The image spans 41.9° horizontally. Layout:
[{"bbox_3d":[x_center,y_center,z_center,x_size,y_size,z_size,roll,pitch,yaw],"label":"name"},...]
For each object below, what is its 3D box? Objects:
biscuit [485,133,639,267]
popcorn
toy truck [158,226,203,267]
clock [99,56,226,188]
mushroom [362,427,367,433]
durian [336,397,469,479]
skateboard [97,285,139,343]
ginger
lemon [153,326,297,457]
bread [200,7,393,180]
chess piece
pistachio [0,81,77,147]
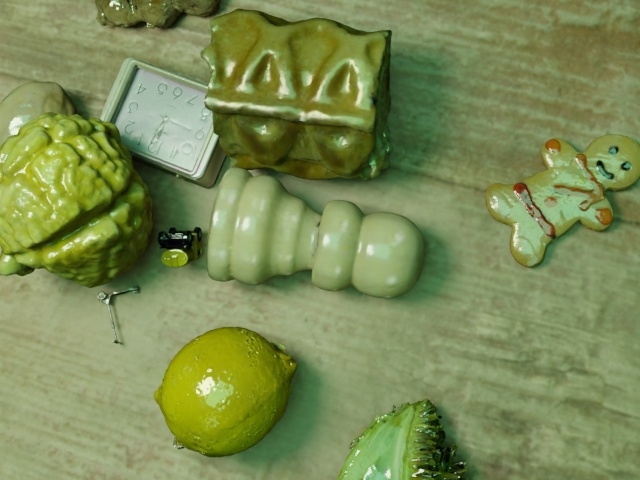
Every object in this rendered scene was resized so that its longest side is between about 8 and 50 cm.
[{"bbox_3d":[0.358,-0.074,1.207,0.234,0.030,0.153,-29,81,4],"label":"biscuit"},{"bbox_3d":[-0.359,-0.050,1.189,0.258,0.270,0.224,-51,56,31],"label":"popcorn"},{"bbox_3d":[-0.208,0.009,1.257,0.049,0.083,0.054,-1,97,8],"label":"toy truck"},{"bbox_3d":[-0.233,-0.180,1.291,0.192,0.071,0.147,22,86,11],"label":"clock"},{"bbox_3d":[0.048,0.412,1.194,0.026,0.028,0.286,2,79,52],"label":"mushroom"},{"bbox_3d":[0.108,0.413,1.150,0.198,0.163,0.395,3,75,40],"label":"durian"},{"bbox_3d":[-0.304,0.115,1.285,0.063,0.032,0.083,-12,78,-3],"label":"skateboard"},{"bbox_3d":[-0.257,-0.385,1.318,0.204,0.080,0.104,3,77,11],"label":"ginger"},{"bbox_3d":[-0.130,0.209,1.172,0.206,0.173,0.174,-27,79,-4],"label":"lemon"},{"bbox_3d":[-0.022,-0.201,1.198,0.252,0.239,0.196,2,45,14],"label":"bread"},{"bbox_3d":[0.000,0.000,1.200,0.299,0.167,0.167,10,84,3],"label":"chess piece"},{"bbox_3d":[-0.464,-0.148,1.299,0.223,0.126,0.152,-55,45,3],"label":"pistachio"}]
